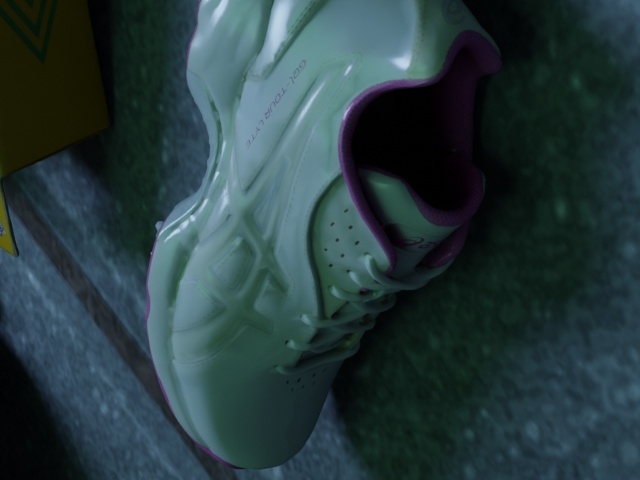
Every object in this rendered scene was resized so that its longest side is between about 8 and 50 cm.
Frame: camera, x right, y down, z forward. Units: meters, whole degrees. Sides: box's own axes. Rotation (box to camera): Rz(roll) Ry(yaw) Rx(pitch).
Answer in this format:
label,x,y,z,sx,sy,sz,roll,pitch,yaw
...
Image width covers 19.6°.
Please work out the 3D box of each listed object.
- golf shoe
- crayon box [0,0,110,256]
label,x,y,z,sx,sy,sz,roll,pitch,yaw
golf shoe,0.000,0.000,0.855,0.140,0.115,0.306,35,131,34
crayon box,-0.225,-0.175,1.059,0.203,0.083,0.323,28,135,43
